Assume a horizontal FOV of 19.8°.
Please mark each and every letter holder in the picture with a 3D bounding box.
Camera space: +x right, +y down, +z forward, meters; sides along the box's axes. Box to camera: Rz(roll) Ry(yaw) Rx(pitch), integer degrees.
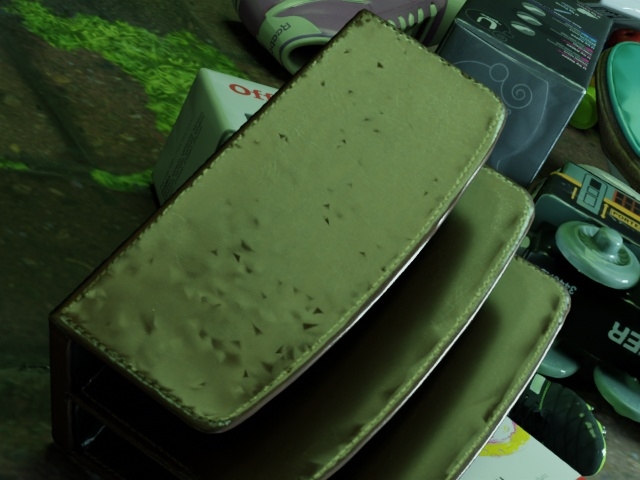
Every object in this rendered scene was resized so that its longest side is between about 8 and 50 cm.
[{"bbox_3d":[0.015,0.045,1.108,0.214,0.152,0.302,34,58,15],"label":"letter holder"}]

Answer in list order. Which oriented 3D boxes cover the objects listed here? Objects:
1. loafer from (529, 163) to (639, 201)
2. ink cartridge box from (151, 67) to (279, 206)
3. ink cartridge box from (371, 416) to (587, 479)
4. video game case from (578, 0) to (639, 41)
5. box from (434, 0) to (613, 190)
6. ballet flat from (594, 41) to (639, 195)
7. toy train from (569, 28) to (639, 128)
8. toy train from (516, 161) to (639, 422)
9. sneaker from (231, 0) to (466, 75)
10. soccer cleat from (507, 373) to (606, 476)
[{"bbox_3d":[0.323,0.041,1.659,0.319,0.112,0.111,30,31,20],"label":"loafer"},{"bbox_3d":[0.000,0.000,1.389,0.197,0.114,0.273,14,28,-25],"label":"ink cartridge box"},{"bbox_3d":[0.093,0.171,1.198,0.231,0.078,0.134,38,28,20],"label":"ink cartridge box"},{"bbox_3d":[0.388,-0.256,2.211,0.300,0.036,0.329,18,1,-21],"label":"video game case"},{"bbox_3d":[0.177,-0.151,1.796,0.143,0.165,0.270,29,24,2],"label":"box"},{"bbox_3d":[0.357,-0.045,1.819,0.116,0.124,0.342,-13,52,-25],"label":"ballet flat"},{"bbox_3d":[0.317,-0.173,2.088,0.248,0.105,0.143,22,38,29],"label":"toy train"},{"bbox_3d":[0.289,0.063,1.516,0.334,0.142,0.190,29,29,2],"label":"toy train"},{"bbox_3d":[0.057,-0.202,1.869,0.282,0.102,0.161,-4,42,-32],"label":"sneaker"},{"bbox_3d":[0.146,0.121,1.382,0.072,0.060,0.179,-3,31,-33],"label":"soccer cleat"}]
